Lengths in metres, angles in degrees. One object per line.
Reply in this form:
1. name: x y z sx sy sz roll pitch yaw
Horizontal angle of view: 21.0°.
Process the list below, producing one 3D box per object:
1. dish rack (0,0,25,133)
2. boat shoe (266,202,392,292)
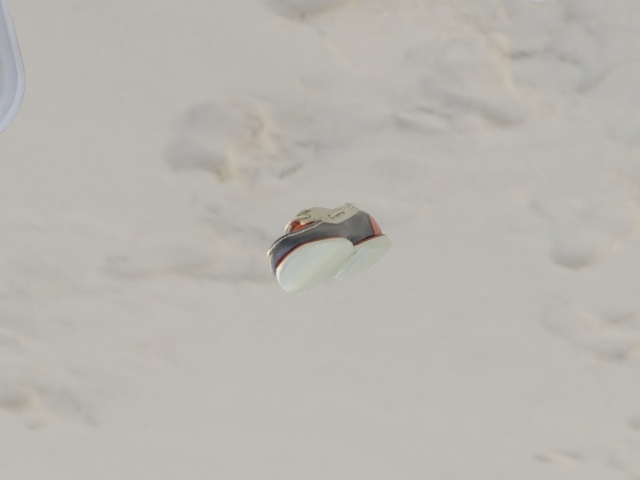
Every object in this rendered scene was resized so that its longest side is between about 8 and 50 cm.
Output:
1. dish rack: -0.402 -0.214 1.371 0.286 0.332 0.072 -15 177 16
2. boat shoe: 0.000 0.000 1.077 0.043 0.049 0.137 52 -157 13
